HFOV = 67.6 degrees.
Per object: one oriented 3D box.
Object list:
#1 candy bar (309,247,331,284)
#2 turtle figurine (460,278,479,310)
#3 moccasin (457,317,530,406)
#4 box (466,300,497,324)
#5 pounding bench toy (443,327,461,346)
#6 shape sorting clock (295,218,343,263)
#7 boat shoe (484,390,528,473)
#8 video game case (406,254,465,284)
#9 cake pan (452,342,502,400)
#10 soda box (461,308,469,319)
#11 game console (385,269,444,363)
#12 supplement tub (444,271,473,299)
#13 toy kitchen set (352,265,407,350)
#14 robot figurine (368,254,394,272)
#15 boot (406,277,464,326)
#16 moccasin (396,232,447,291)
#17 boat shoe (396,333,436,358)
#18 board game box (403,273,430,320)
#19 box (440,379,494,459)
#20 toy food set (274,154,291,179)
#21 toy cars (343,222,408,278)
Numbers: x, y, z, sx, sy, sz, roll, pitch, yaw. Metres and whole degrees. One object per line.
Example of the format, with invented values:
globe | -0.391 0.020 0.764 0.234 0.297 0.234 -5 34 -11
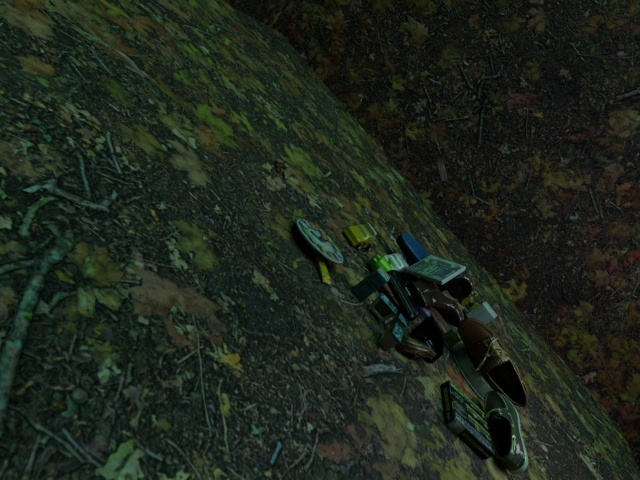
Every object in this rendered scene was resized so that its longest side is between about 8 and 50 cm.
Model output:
candy bar | 0.000 0.075 1.529 0.040 0.018 0.161 28 29 -40
turtle figurine | 0.770 0.259 2.576 0.269 0.087 0.217 45 28 -31
moccasin | 0.662 0.467 1.839 0.379 0.139 0.147 60 14 5
box | 0.749 0.347 2.222 0.087 0.102 0.101 55 21 17
pounding bench toy | 0.559 0.387 1.969 0.052 0.083 0.065 53 23 11
shape sorting clock | 0.000 0.000 1.587 0.206 0.040 0.206 38 12 -10
boat shoe | 0.621 0.634 1.641 0.091 0.109 0.305 44 25 -23
video game case | 0.483 0.120 2.004 0.173 0.022 0.191 20 30 40
cake pan | 0.651 0.532 1.940 0.293 0.054 0.293 40 24 -21
soda box | 0.677 0.391 2.225 0.060 0.053 0.169 44 23 -10
game console | 0.348 0.268 1.773 0.361 0.044 0.213 61 24 9
supplement tub | 0.584 0.177 2.063 0.106 0.106 0.198 46 11 -6
toy kitchen set | 0.199 0.215 1.529 0.207 0.122 0.166 49 22 2
robot figurine | 0.239 0.110 1.852 0.115 0.067 0.101 50 49 0
boot | 0.460 0.259 1.933 0.207 0.090 0.248 -5 55 -53
moccasin | 0.442 0.122 2.163 0.342 0.117 0.137 50 34 -8
boat shoe | 0.315 0.362 1.592 0.178 0.060 0.064 30 1 -34
board game box | 0.397 0.235 1.985 0.136 0.035 0.201 46 22 -6
box | 0.471 0.575 1.546 0.191 0.045 0.184 43 20 -10
toy food set | -0.150 -0.282 1.847 0.078 0.019 0.122 40 31 -19
toy cars | 0.253 0.036 1.975 0.394 0.087 0.176 39 24 -23
